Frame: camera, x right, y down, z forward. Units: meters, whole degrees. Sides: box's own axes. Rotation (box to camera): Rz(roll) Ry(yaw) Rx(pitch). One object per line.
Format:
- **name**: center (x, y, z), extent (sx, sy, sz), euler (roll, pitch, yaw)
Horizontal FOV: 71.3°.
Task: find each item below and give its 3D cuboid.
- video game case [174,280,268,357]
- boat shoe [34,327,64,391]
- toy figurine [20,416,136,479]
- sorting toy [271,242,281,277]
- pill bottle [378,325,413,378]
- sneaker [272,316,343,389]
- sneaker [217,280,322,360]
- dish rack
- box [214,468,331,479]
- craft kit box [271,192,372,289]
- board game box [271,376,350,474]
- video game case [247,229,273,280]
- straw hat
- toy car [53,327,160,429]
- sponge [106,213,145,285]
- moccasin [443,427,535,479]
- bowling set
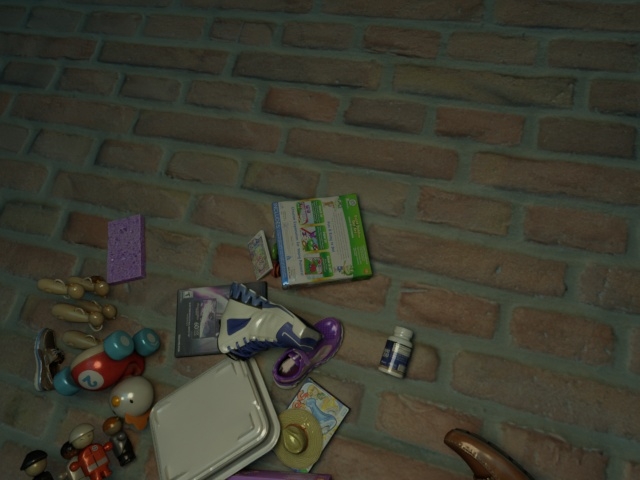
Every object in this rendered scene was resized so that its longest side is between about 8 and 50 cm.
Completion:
- **video game case**: center (-0.285, 0.226, 1.281), extent (0.274, 0.026, 0.196), euler (-7, 71, 10)
- **boat shoe**: center (-0.803, 0.352, 1.333), extent (0.066, 0.066, 0.183), euler (-7, 81, 5)
- **toy figurine**: center (-0.610, 0.555, 1.141), extent (0.213, 0.209, 0.148), euler (-32, 80, 1)
- **sorting toy**: center (-0.113, 0.058, 1.281), extent (0.042, 0.061, 0.102), euler (6, 96, 13)
- **pill bottle**: center (0.196, 0.283, 1.137), extent (0.067, 0.067, 0.120), euler (17, 76, 17)
- **sneaker**: center (-0.037, 0.292, 1.164), extent (0.236, 0.104, 0.095), euler (-43, 68, -5)
- **sneaker**: center (-0.154, 0.243, 1.147), extent (0.315, 0.127, 0.182), euler (20, 77, 39)
- **dish rack**: center (-0.289, 0.460, 1.135), extent (0.332, 0.072, 0.286), euler (-32, 49, -1)
- **box**: center (-0.117, 0.663, 1.063), extent (0.293, 0.057, 0.201), euler (-3, 80, 13)
- **craft kit box**: center (0.000, 0.000, 1.248), extent (0.246, 0.061, 0.250), euler (-7, 70, -4)
- **board game box**: center (-0.035, 0.474, 1.139), extent (0.136, 0.035, 0.201), euler (32, 81, 20)
- **video game case**: center (-0.176, 0.044, 1.296), extent (0.087, 0.011, 0.122), euler (-39, 60, 45)
- **straw hat**: center (-0.064, 0.485, 1.090), extent (0.144, 0.061, 0.145), euler (-4, 73, 11)
- **toy car**: center (-0.529, 0.393, 1.185), extent (0.219, 0.210, 0.238), euler (-35, 74, 9)
- **sponge**: center (-0.614, 0.029, 1.412), extent (0.117, 0.031, 0.210), euler (-12, 70, 8)
- **moccasin**: center (0.412, 0.580, 0.967), extent (0.147, 0.139, 0.380), euler (-39, 78, -12)
- **bowling set**: center (-0.664, 0.171, 1.304), extent (0.154, 0.287, 0.200), euler (10, 41, 8)
